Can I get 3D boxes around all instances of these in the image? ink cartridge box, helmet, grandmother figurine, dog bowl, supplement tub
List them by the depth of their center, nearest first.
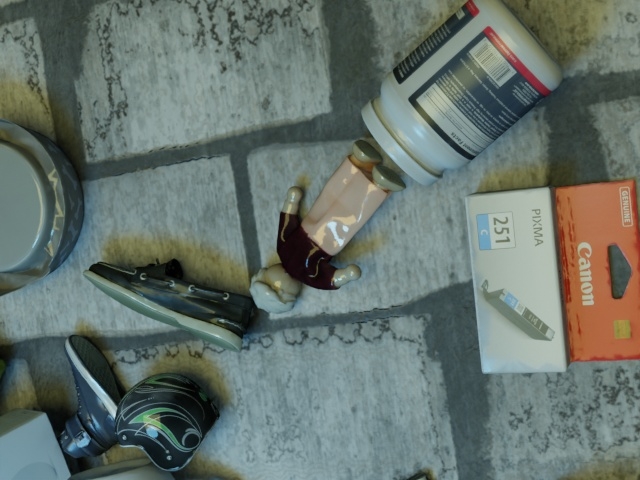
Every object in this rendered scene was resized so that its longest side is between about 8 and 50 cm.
[{"bbox_3d":[0.218,-0.234,1.527,0.272,0.191,0.191,-41,81,19],"label":"supplement tub"},{"bbox_3d":[0.377,0.059,1.565,0.261,0.066,0.296,-5,94,22],"label":"ink cartridge box"},{"bbox_3d":[0.000,0.000,1.686,0.342,0.104,0.207,-48,51,20],"label":"grandmother figurine"},{"bbox_3d":[-0.286,0.322,1.782,0.162,0.169,0.169,37,107,-5],"label":"helmet"},{"bbox_3d":[-0.615,-0.066,1.897,0.349,0.102,0.348,2,95,20],"label":"dog bowl"}]

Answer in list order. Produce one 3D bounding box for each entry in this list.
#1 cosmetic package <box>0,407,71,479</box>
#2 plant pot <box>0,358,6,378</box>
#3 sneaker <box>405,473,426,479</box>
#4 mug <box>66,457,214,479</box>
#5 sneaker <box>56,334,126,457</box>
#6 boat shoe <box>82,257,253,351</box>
[{"bbox_3d":[-0.601,0.468,1.842,0.138,0.225,0.224,-6,106,47],"label":"cosmetic package"},{"bbox_3d":[-0.760,0.307,1.923,0.276,0.276,0.253,34,94,14],"label":"plant pot"},{"bbox_3d":[0.127,0.462,1.702,0.152,0.054,0.061,-29,88,20],"label":"sneaker"},{"bbox_3d":[-0.299,0.564,1.777,0.374,0.276,0.327,-11,87,-10],"label":"mug"},{"bbox_3d":[-0.463,0.309,1.886,0.163,0.086,0.226,-36,84,17],"label":"sneaker"},{"bbox_3d":[-0.272,0.090,1.785,0.340,0.127,0.113,19,72,25],"label":"boat shoe"}]
